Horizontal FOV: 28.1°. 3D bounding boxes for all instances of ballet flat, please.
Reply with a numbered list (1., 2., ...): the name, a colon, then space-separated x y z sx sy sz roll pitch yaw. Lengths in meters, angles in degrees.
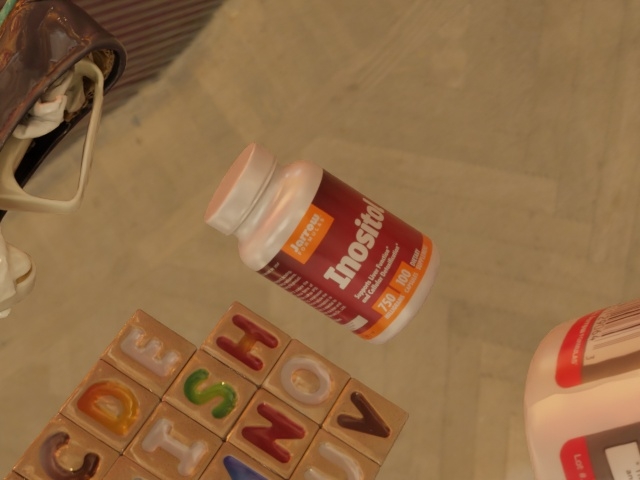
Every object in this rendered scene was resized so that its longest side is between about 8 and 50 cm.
1. ballet flat: -0.139 -0.016 0.533 0.074 0.203 0.074 20 156 10

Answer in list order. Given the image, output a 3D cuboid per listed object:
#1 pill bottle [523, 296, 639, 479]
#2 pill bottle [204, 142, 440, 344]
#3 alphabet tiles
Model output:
1. pill bottle: 0.289 0.088 0.704 0.318 0.176 0.176 -22 99 36
2. pill bottle: 0.000 0.000 0.882 0.152 0.086 0.086 32 126 -13
3. alphabet tiles: -0.051 0.141 0.644 0.198 0.237 0.009 33 141 3
